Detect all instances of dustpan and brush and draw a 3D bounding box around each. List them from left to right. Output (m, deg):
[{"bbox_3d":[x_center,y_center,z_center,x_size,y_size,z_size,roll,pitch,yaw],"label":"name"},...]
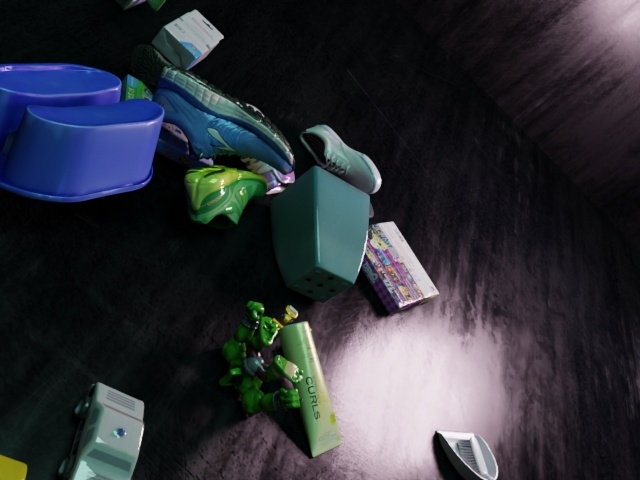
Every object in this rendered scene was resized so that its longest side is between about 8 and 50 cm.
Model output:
[{"bbox_3d":[0.346,0.496,1.619,0.147,0.060,0.211,16,45,-42],"label":"dustpan and brush"}]

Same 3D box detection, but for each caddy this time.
[{"bbox_3d":[-0.427,-0.169,1.268,0.241,0.179,0.341,34,27,21],"label":"caddy"}]

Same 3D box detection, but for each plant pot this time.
[{"bbox_3d":[0.000,0.000,1.627,0.165,0.166,0.234,27,45,-32],"label":"plant pot"}]

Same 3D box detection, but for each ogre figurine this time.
[{"bbox_3d":[-0.110,0.215,1.301,0.197,0.118,0.097,55,28,7],"label":"ogre figurine"}]

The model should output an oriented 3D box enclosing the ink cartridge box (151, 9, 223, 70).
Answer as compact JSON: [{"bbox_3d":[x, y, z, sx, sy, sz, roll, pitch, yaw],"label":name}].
[{"bbox_3d":[-0.319,-0.487,1.834,0.104,0.060,0.180,43,33,-9],"label":"ink cartridge box"}]

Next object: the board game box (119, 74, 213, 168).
[{"bbox_3d":[-0.325,-0.243,1.592,0.211,0.039,0.160,26,38,-34],"label":"board game box"}]

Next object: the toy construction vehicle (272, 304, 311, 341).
[{"bbox_3d":[-0.065,0.181,1.477,0.086,0.035,0.098,42,41,-10],"label":"toy construction vehicle"}]

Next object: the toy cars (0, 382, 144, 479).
[{"bbox_3d":[-0.342,0.298,0.958,0.176,0.087,0.394,55,32,8],"label":"toy cars"}]

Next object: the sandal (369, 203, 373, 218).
[{"bbox_3d":[0.047,-0.092,1.890,0.254,0.054,0.097,22,47,-51],"label":"sandal"}]

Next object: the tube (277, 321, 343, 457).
[{"bbox_3d":[-0.018,0.272,1.401,0.070,0.062,0.240,-14,80,-11],"label":"tube"}]

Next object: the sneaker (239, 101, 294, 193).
[{"bbox_3d":[-0.143,-0.196,1.679,0.282,0.102,0.161,26,42,-51],"label":"sneaker"}]

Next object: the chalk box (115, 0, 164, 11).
[{"bbox_3d":[-0.443,-0.643,1.781,0.213,0.132,0.132,44,32,-10],"label":"chalk box"}]

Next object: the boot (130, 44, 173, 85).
[{"bbox_3d":[-0.300,-0.341,1.669,0.189,0.076,0.208,42,14,23],"label":"boot"}]

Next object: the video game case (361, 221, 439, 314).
[{"bbox_3d":[0.178,0.063,1.885,0.210,0.042,0.232,-10,64,-54],"label":"video game case"}]

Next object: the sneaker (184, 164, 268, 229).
[{"bbox_3d":[-0.200,-0.089,1.541,0.109,0.123,0.295,13,10,18],"label":"sneaker"}]

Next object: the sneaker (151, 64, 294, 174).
[{"bbox_3d":[-0.201,-0.220,1.551,0.330,0.147,0.130,29,14,-18],"label":"sneaker"}]

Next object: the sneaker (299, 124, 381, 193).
[{"bbox_3d":[0.044,-0.202,1.944,0.091,0.094,0.258,-21,53,-43],"label":"sneaker"}]
